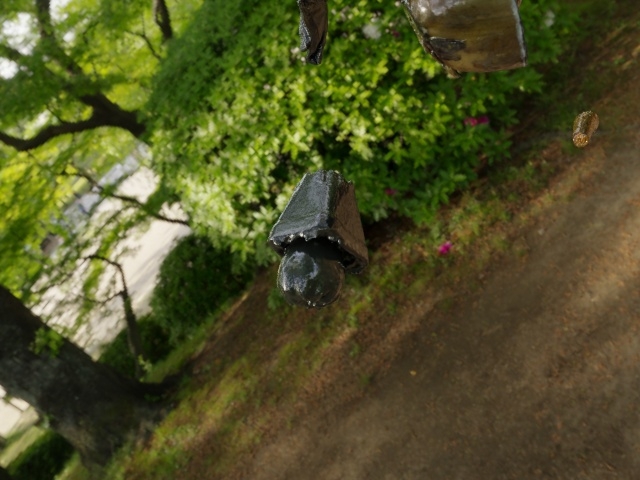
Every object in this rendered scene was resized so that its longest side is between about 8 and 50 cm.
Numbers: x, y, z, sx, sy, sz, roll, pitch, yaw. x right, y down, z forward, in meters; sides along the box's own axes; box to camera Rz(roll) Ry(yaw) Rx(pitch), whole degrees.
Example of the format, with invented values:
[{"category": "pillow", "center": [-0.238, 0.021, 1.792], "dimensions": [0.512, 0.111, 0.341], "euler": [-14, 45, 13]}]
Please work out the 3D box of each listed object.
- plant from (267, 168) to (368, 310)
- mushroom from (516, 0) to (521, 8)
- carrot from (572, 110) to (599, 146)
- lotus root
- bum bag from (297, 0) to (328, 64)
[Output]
[{"category": "plant", "center": [0.000, 0.000, 1.216], "dimensions": [0.141, 0.164, 0.256], "euler": [-7, 62, 32]}, {"category": "mushroom", "center": [0.395, -0.608, 1.705], "dimensions": [0.148, 0.217, 0.227], "euler": [4, 84, 61]}, {"category": "carrot", "center": [0.592, -0.250, 1.522], "dimensions": [0.055, 0.055, 0.161], "euler": [-28, 8, 36]}, {"category": "lotus root", "center": [0.243, -0.387, 1.141], "dimensions": [0.192, 0.272, 0.272], "euler": [-18, 29, 9]}, {"category": "bum bag", "center": [-0.013, -0.457, 1.342], "dimensions": [0.248, 0.060, 0.123], "euler": [82, -164, -76]}]
